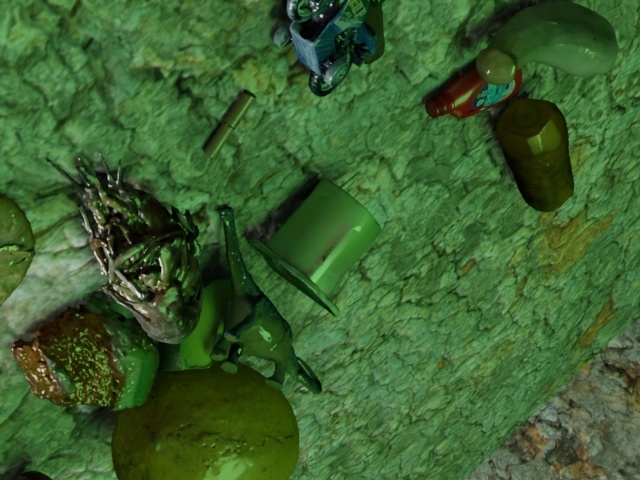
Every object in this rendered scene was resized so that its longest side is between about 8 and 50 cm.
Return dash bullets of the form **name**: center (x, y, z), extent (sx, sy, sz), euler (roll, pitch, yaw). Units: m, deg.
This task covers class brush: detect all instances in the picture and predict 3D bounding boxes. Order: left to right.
- **brush**: center (0.069, -0.285, 1.411), extent (0.034, 0.027, 0.190), euler (-32, 151, -16)

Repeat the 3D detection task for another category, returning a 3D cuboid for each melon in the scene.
- **melon**: center (-0.150, 0.117, 1.591), extent (0.064, 0.118, 0.209), euler (-16, 173, 36)

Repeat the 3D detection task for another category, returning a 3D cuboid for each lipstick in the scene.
- **lipstick**: center (-0.111, -0.141, 1.381), extent (0.094, 0.019, 0.019), euler (-54, 150, 18)

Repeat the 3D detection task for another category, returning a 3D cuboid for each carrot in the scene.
- **carrot**: center (0.366, -0.146, 1.899), extent (0.114, 0.114, 0.302), euler (-43, 155, -1)

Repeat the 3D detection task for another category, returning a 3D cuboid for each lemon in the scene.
- **lemon**: center (-0.163, 0.297, 1.664), extent (0.310, 0.258, 0.258), euler (14, 119, -52)

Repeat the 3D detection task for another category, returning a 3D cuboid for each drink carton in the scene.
- **drink carton**: center (0.000, 0.000, 1.604), extent (0.142, 0.146, 0.144), euler (-50, 153, -6)

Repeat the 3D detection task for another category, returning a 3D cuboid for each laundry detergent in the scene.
- **laundry detergent**: center (0.223, -0.217, 1.685), extent (0.165, 0.049, 0.097), euler (-25, 148, -26)

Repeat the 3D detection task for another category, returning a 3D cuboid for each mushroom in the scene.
- **mushroom**: center (0.327, -0.290, 1.657), extent (0.270, 0.118, 0.103), euler (-10, -179, -35)

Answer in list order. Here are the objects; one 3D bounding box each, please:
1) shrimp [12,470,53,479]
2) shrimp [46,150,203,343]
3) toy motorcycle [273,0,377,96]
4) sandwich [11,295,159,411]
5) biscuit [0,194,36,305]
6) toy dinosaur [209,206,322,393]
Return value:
- **shrimp**: center (-0.381, 0.466, 1.569), extent (0.054, 0.290, 0.222), euler (6, 117, -46)
- **shrimp**: center (-0.220, 0.011, 1.349), extent (0.343, 0.116, 0.145), euler (66, 38, -51)
- **toy motorcycle**: center (0.021, -0.260, 1.321), extent (0.135, 0.092, 0.254), euler (-48, 162, -11)
- **sandwich**: center (-0.298, 0.170, 1.470), extent (0.160, 0.109, 0.185), euler (-31, 150, -26)
- **biscuit**: center (-0.404, 0.032, 1.223), extent (0.219, 0.033, 0.220), euler (-31, 149, -21)
- **toy dinosaur**: center (-0.082, 0.126, 1.566), extent (0.363, 0.076, 0.147), euler (62, 39, -35)
